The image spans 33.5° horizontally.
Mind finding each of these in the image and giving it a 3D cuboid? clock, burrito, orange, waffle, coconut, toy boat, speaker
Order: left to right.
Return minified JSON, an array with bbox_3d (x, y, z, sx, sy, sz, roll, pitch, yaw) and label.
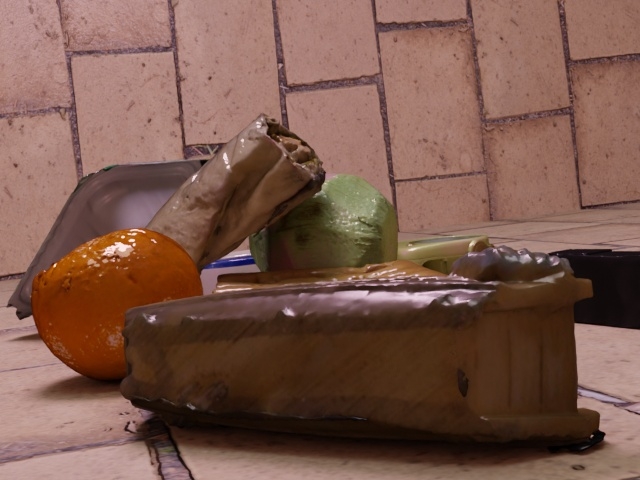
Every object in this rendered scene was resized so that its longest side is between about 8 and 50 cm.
[{"bbox_3d":[-0.218,0.073,1.167,0.193,0.161,0.193,-16,10,3],"label":"orange"},{"bbox_3d":[-0.150,-0.028,1.492,0.332,0.135,0.190,-42,10,8],"label":"burrito"},{"bbox_3d":[-0.143,0.062,1.942,0.231,0.083,0.230,-5,5,0],"label":"clock"},{"bbox_3d":[0.000,0.000,1.638,0.236,0.235,0.204,-6,-15,13],"label":"coconut"},{"bbox_3d":[0.005,0.082,0.823,0.446,0.135,0.162,-5,-2,37],"label":"toy boat"},{"bbox_3d":[0.011,0.078,1.359,0.304,0.077,0.348,-6,3,-4],"label":"waffle"},{"bbox_3d":[0.234,0.029,1.879,0.232,0.069,0.170,-6,2,-9],"label":"clock"},{"bbox_3d":[0.333,0.050,1.146,0.044,0.082,0.218,-8,2,-26],"label":"speaker"}]

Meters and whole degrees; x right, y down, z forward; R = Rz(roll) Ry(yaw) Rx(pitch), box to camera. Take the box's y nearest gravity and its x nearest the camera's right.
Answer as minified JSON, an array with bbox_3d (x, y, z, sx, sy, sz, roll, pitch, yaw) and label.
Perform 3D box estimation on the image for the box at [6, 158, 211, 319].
[{"bbox_3d":[-0.303,0.027,1.643,0.264,0.106,0.336,-11,-33,-50],"label":"box"}]
